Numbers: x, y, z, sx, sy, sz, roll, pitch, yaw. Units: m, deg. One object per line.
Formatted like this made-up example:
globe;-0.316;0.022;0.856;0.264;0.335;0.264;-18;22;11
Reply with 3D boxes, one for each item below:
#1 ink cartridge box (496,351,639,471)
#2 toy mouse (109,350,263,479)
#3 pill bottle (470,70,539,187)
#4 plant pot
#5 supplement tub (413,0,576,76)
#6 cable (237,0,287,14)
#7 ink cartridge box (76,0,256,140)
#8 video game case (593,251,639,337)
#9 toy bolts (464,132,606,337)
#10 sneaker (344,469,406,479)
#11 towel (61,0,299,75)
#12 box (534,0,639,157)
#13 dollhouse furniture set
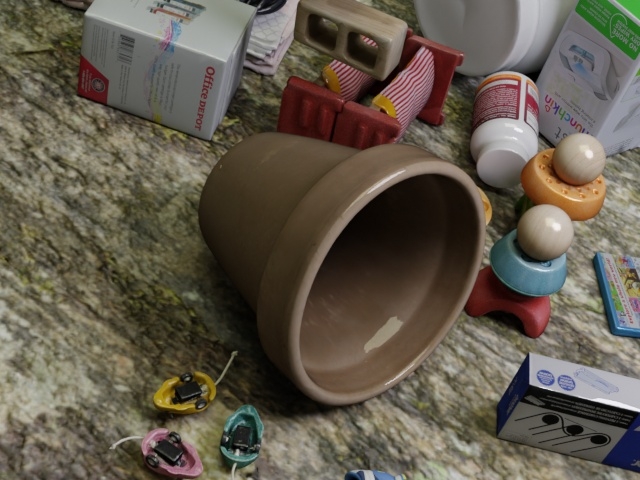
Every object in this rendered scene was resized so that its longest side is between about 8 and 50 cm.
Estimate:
ink cartridge box;0.293;0.181;1.116;0.207;0.097;0.046;14;46;-4
toy mouse;-0.109;0.191;1.027;0.161;0.031;0.143;-21;57;-32
pill bottle;0.235;-0.140;1.406;0.086;0.086;0.152;16;45;-3
plant pot;0.000;0.000;1.120;0.263;0.263;0.229;-23;39;-33
supplement tub;0.313;-0.363;1.534;0.325;0.235;0.235;-23;58;-33
cable;-0.110;-0.354;1.456;0.184;0.047;0.150;-15;56;-30
ink cartridge box;-0.184;-0.228;1.327;0.176;0.128;0.127;21;45;1
video game case;0.415;0.072;1.315;0.166;0.015;0.119;8;47;-11
toy bolts;0.217;-0.032;1.248;0.218;0.158;0.228;16;45;-3
sneaker;0.038;0.265;0.991;0.059;0.053;0.144;19;37;-1
towel;-0.171;-0.383;1.530;0.332;0.053;0.317;19;45;-1
box;0.432;-0.245;1.464;0.262;0.231;0.127;-23;59;-33
dollhouse furniture set;0.078;-0.258;1.270;0.152;0.374;0.201;27;47;14
